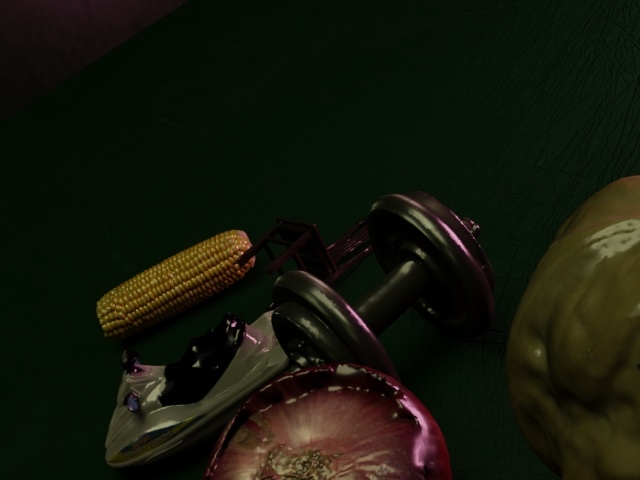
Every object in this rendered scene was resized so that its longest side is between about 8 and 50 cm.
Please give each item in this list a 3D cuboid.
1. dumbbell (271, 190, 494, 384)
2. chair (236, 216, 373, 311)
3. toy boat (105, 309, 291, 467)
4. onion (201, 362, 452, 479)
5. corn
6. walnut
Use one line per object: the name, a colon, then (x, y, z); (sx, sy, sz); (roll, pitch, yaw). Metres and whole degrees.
dumbbell: (0.067, 0.071, 1.031); (0.290, 0.192, 0.192); (-39, 31, -19)
chair: (0.000, 0.000, 1.291); (0.212, 0.101, 0.084); (-45, 33, -24)
toy boat: (-0.155, 0.171, 1.128); (0.269, 0.141, 0.141); (-22, 30, 4)
onion: (0.010, 0.233, 0.861); (0.248, 0.161, 0.248); (-24, 44, 25)
corn: (-0.210, 0.064, 1.393); (0.248, 0.081, 0.081); (-28, 29, 3)
walnut: (0.280, 0.096, 0.725); (0.253, 0.277, 0.282); (-14, 29, -18)
